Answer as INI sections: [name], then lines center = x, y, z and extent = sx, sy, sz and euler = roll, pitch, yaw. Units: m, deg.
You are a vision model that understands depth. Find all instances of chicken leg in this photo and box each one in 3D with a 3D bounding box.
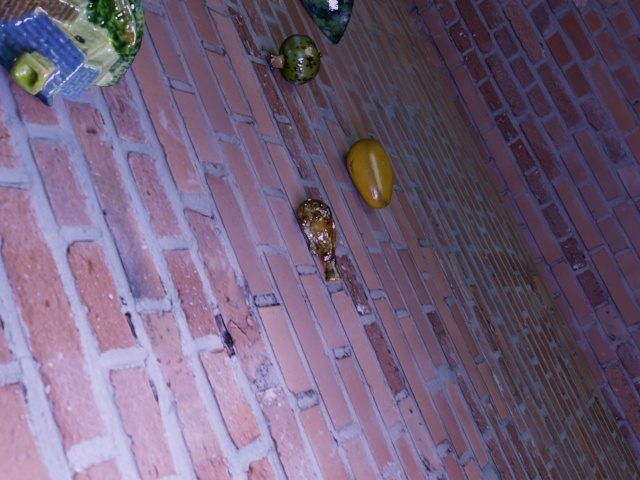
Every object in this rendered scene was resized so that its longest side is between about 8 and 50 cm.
[chicken leg]
center = 0.000, 0.000, 1.351
extent = 0.093, 0.070, 0.178
euler = -7, 79, -56

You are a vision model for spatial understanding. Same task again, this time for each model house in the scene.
[model house]
center = -0.360, -0.288, 0.876
extent = 0.214, 0.195, 0.189
euler = 49, 36, -15

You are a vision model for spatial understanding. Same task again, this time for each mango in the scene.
[mango]
center = 0.127, -0.167, 1.704
extent = 0.137, 0.098, 0.195
euler = 29, 47, -50

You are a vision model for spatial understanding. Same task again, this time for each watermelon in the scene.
[watermelon]
center = -0.004, -0.726, 2.101
extent = 0.207, 0.136, 0.202
euler = 27, -7, -6

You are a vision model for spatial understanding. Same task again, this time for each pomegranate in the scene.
[pomegranate]
center = -0.071, -0.440, 1.633
extent = 0.161, 0.122, 0.122
euler = -6, 62, -20
